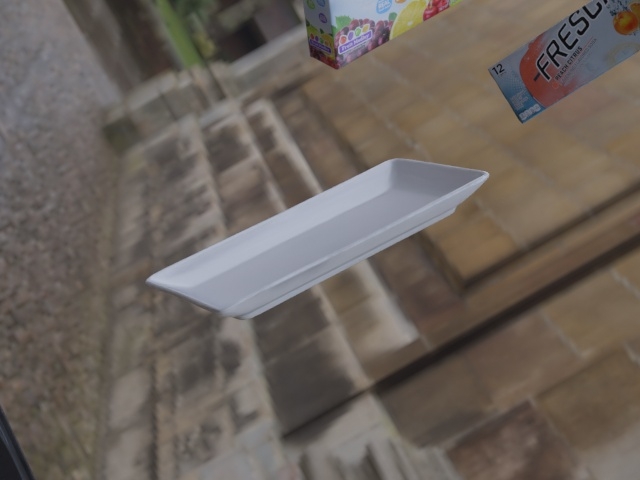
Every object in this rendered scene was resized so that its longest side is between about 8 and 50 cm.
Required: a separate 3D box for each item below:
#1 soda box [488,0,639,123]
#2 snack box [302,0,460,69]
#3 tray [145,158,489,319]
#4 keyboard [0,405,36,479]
[{"bbox_3d":[0.235,-0.172,1.215,0.058,0.183,0.063,57,25,0],"label":"soda box"},{"bbox_3d":[0.049,-0.210,1.138,0.037,0.141,0.100,31,-38,40],"label":"snack box"},{"bbox_3d":[0.000,0.000,1.200,0.145,0.270,0.030,16,-52,57],"label":"tray"},{"bbox_3d":[-0.327,0.153,1.033,0.033,0.201,0.317,44,-24,47],"label":"keyboard"}]
